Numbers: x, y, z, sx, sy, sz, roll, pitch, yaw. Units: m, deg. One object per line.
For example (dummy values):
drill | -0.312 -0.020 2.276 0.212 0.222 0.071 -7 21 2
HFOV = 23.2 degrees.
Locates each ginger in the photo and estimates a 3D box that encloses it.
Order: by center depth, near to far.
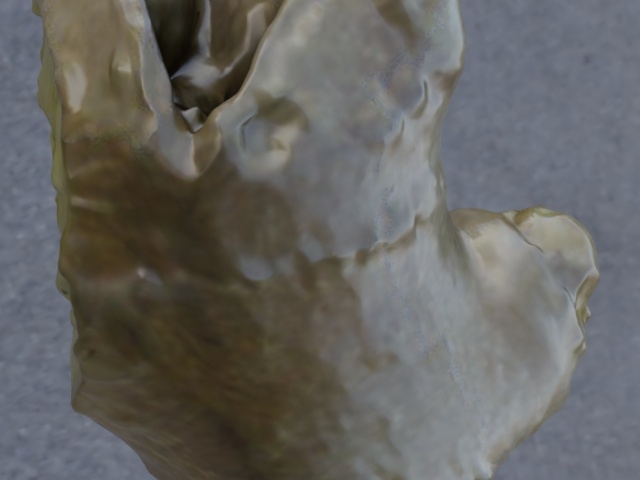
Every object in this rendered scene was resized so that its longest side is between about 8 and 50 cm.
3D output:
ginger | 0.000 0.000 0.572 0.221 0.275 0.130 6 35 -6
